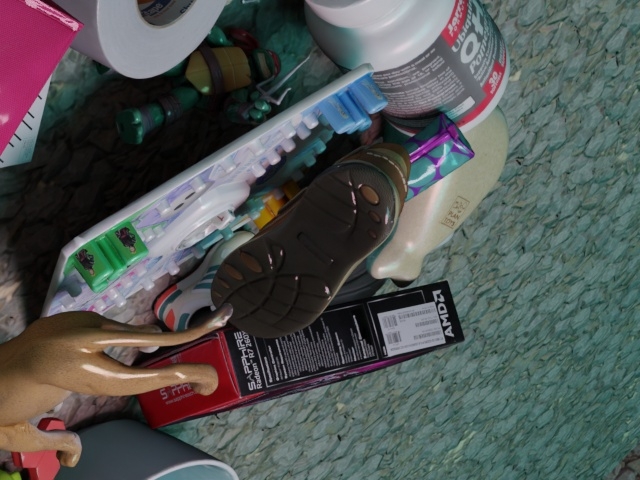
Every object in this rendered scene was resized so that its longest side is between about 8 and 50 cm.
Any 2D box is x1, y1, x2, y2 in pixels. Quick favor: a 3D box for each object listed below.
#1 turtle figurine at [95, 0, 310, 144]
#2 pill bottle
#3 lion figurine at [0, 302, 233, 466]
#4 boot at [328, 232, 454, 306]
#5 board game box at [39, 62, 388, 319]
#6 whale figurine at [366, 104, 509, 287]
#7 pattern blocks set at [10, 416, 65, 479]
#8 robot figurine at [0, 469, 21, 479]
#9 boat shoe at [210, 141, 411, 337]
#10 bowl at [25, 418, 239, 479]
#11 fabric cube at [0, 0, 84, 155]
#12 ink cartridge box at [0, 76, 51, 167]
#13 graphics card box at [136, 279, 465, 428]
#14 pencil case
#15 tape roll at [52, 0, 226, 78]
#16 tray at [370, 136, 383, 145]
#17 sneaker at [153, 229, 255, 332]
[{"bbox_3d":[-0.111,-0.179,1.689,0.234,0.175,0.118,-18,157,-28],"label":"turtle figurine"},{"bbox_3d":[0.088,-0.249,1.817,0.176,0.176,0.318,-48,150,2],"label":"pill bottle"},{"bbox_3d":[-0.297,0.145,1.663,0.392,0.142,0.240,-37,146,27],"label":"lion figurine"},{"bbox_3d":[0.076,-0.016,2.181,0.258,0.095,0.123,-34,135,-26],"label":"boot"},{"bbox_3d":[-0.130,-0.013,1.787,0.390,0.050,0.390,-33,173,-23],"label":"board game box"},{"bbox_3d":[0.127,-0.077,2.079,0.216,0.141,0.272,19,100,-60],"label":"whale figurine"},{"bbox_3d":[-0.402,0.349,1.822,0.285,0.026,0.325,21,81,-58],"label":"pattern blocks set"},{"bbox_3d":[-0.410,0.319,1.955,0.115,0.101,0.067,-28,107,-55],"label":"robot figurine"},{"bbox_3d":[0.000,0.000,1.811,0.324,0.122,0.120,-39,-173,43],"label":"boat shoe"},{"bbox_3d":[-0.272,0.351,2.082,0.311,0.163,0.311,-32,147,-24],"label":"bowl"},{"bbox_3d":[-0.392,-0.149,1.214,0.259,0.254,0.258,26,100,-51],"label":"fabric cube"},{"bbox_3d":[-0.309,-0.162,1.551,0.097,0.046,0.207,-17,138,-42],"label":"ink cartridge box"},{"bbox_3d":[-0.027,0.146,2.076,0.371,0.094,0.233,-12,172,-37],"label":"graphics card box"},{"bbox_3d":[0.100,-0.082,1.851,0.151,0.064,0.070,-34,163,11],"label":"pencil case"},{"bbox_3d":[-0.165,-0.268,1.532,0.219,0.072,0.219,-45,152,-33],"label":"tape roll"},{"bbox_3d":[0.026,-0.048,2.010,0.145,0.030,0.270,-44,175,-6],"label":"tray"},{"bbox_3d":[-0.128,0.060,2.008,0.161,0.075,0.057,-42,149,-8],"label":"sneaker"}]
